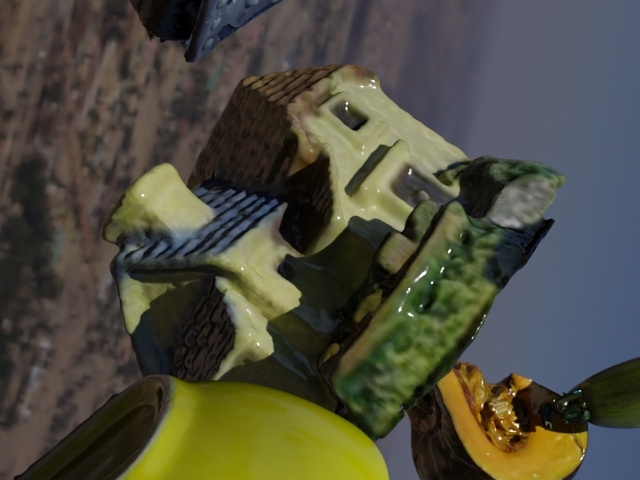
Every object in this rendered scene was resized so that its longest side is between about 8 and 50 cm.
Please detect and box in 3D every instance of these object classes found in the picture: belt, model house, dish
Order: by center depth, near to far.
[{"bbox_3d":[-0.100,0.154,0.700,0.262,0.108,0.221,-37,-164,9],"label":"dish"},{"bbox_3d":[0.000,0.000,1.086,0.261,0.266,0.321,-56,174,38],"label":"model house"},{"bbox_3d":[-0.091,-0.265,1.346,0.218,0.122,0.128,-40,166,-38],"label":"belt"}]

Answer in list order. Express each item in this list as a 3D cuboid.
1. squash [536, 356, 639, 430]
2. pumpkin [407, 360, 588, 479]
[{"bbox_3d":[0.408,0.158,1.610,0.087,0.331,0.087,-18,90,-84],"label":"squash"},{"bbox_3d":[0.199,0.193,1.705,0.139,0.190,0.280,-39,-113,62],"label":"pumpkin"}]
